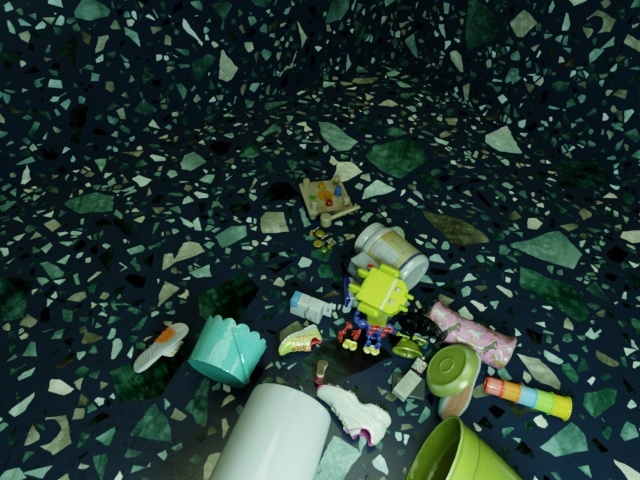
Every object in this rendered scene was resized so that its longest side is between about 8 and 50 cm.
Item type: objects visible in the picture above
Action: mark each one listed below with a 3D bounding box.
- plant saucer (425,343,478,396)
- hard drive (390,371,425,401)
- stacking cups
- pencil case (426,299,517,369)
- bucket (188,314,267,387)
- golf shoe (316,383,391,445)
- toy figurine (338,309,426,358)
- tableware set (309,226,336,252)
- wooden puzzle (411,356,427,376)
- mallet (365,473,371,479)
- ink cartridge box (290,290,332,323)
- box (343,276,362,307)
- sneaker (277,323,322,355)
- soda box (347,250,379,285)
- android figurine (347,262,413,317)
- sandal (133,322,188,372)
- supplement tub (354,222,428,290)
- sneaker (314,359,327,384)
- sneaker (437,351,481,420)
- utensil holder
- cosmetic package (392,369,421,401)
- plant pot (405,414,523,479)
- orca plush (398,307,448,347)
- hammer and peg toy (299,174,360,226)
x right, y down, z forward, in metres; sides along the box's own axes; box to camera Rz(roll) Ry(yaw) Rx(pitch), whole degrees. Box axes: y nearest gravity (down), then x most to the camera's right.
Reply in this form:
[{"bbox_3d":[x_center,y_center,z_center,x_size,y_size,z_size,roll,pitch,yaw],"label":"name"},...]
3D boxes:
[{"bbox_3d":[0.513,0.509,1.743,0.037,0.241,0.241,43,47,-19],"label":"plant saucer"},{"bbox_3d":[0.359,0.597,1.776,0.135,0.022,0.094,10,48,5],"label":"hard drive"},{"bbox_3d":[0.826,0.627,1.754,0.316,0.096,0.096,14,48,14],"label":"stacking cups"},{"bbox_3d":[0.639,0.407,1.881,0.386,0.160,0.167,26,70,18],"label":"pencil case"},{"bbox_3d":[-0.364,0.440,1.701,0.281,0.281,0.183,17,58,11],"label":"bucket"},{"bbox_3d":[0.109,0.655,1.647,0.306,0.115,0.140,22,53,17],"label":"golf shoe"},{"bbox_3d":[0.271,0.357,1.885,0.362,0.191,0.217,11,43,4],"label":"toy figurine"},{"bbox_3d":[0.000,0.000,2.290,0.104,0.024,0.154,-34,59,-26],"label":"tableware set"},{"bbox_3d":[0.415,0.526,1.825,0.049,0.006,0.083,35,92,15],"label":"wooden puzzle"},{"bbox_3d":[0.197,0.902,1.485,0.039,0.062,0.190,-10,35,-15],"label":"mallet"},{"bbox_3d":[-0.043,0.307,1.951,0.180,0.104,0.060,20,49,13],"label":"ink cartridge box"},{"bbox_3d":[0.181,0.244,2.048,0.137,0.072,0.126,1,47,-4],"label":"box"},{"bbox_3d":[-0.082,0.438,1.847,0.208,0.081,0.094,-25,57,-25],"label":"sneaker"},{"bbox_3d":[0.255,0.186,1.992,0.091,0.098,0.286,-29,60,-30],"label":"soda box"},{"bbox_3d":[0.262,0.220,1.874,0.273,0.056,0.248,26,64,20],"label":"android figurine"},{"bbox_3d":[-0.649,0.450,1.803,0.265,0.076,0.102,-41,45,-10],"label":"sandal"},{"bbox_3d":[0.337,0.081,2.103,0.228,0.228,0.316,-30,56,-27],"label":"supplement tub"},{"bbox_3d":[0.002,0.545,1.789,0.042,0.067,0.118,10,18,8],"label":"sneaker"},{"bbox_3d":[0.540,0.584,1.760,0.108,0.121,0.302,41,68,-15],"label":"sneaker"},{"bbox_3d":[-0.162,0.720,1.425,0.327,0.328,0.385,17,47,11],"label":"utensil holder"},{"bbox_3d":[0.347,0.582,1.744,0.115,0.041,0.060,-35,59,-30],"label":"cosmetic package"},{"bbox_3d":[0.500,0.828,1.392,0.353,0.366,0.366,33,53,8],"label":"plant pot"},{"bbox_3d":[0.401,0.369,1.840,0.102,0.151,0.287,16,12,-24],"label":"orca plush"},{"bbox_3d":[0.048,-0.204,2.408,0.266,0.127,0.361,-9,49,-15],"label":"hammer and peg toy"}]
